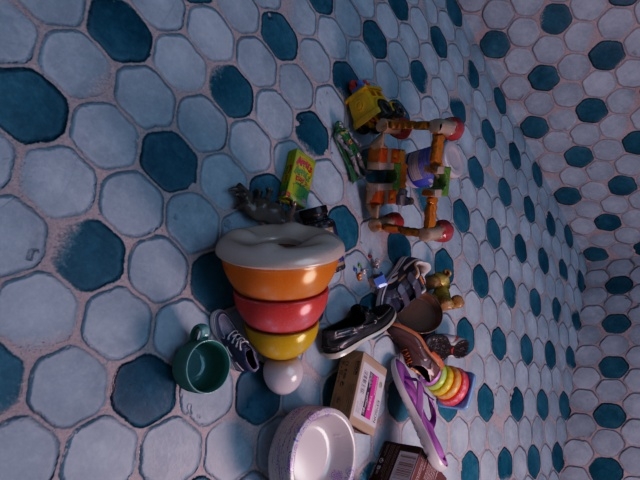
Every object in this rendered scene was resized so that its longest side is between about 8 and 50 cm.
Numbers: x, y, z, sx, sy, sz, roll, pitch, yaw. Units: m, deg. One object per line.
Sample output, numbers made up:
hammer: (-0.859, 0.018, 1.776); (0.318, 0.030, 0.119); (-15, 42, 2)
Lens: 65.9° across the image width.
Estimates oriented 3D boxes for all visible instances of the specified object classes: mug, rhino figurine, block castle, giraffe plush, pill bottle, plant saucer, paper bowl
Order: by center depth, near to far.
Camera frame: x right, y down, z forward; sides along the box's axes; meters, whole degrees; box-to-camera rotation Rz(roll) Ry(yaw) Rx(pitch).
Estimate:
mug: (-0.303, 0.305, 1.251); (0.129, 0.097, 0.158); (42, 54, -32)
paper bowl: (-0.034, 0.625, 1.431); (0.284, 0.148, 0.285); (12, 73, -44)
rhino figurine: (-0.176, -0.105, 1.486); (0.243, 0.073, 0.107); (24, 62, -39)
pill bottle: (0.000, 0.000, 1.611); (0.122, 0.122, 0.220); (-18, 95, -46)
block castle: (0.353, -0.229, 1.831); (0.212, 0.302, 0.454); (-10, 106, -50)
plant saucer: (0.381, 0.284, 1.946); (0.199, 0.198, 0.036); (-57, 166, -36)
pill bottle: (0.424, -0.297, 2.003); (0.152, 0.271, 0.153); (12, 73, -44)
giraffe plush: (0.507, 0.211, 2.079); (0.210, 0.181, 0.171); (6, 70, -54)

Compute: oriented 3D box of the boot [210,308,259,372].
boot: (-0.228, 0.272, 1.344); (0.069, 0.086, 0.190); (-36, 108, -44)

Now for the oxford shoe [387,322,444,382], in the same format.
oxford shoe: (0.348, 0.420, 1.867); (0.271, 0.097, 0.098); (42, 58, 1)

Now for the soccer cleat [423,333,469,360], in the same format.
soccer cleat: (0.492, 0.431, 2.039); (0.318, 0.116, 0.109); (13, 90, -45)

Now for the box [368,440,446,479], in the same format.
box: (0.305, 0.841, 1.727); (0.203, 0.166, 0.168); (55, 48, -24)

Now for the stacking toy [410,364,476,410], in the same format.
stacking toy: (0.462, 0.548, 1.987); (0.301, 0.175, 0.166); (33, 64, -22)

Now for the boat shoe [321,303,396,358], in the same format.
boat shoe: (0.129, 0.276, 1.687); (0.339, 0.127, 0.113); (-25, 102, -32)

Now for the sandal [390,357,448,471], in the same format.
sandal: (0.375, 0.608, 1.780); (0.169, 0.102, 0.417); (44, 21, -55)

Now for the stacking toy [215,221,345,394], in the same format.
stacking toy: (-0.112, 0.207, 1.390); (0.350, 0.350, 0.481); (-15, 112, -47)

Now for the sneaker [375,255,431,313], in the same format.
sneaker: (0.324, 0.178, 1.902); (0.321, 0.127, 0.126); (-55, 133, -36)

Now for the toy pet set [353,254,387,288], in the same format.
toy pet set: (0.198, 0.121, 1.834); (0.122, 0.065, 0.114); (-38, 109, -43)

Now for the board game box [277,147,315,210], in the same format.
board game box: (-0.077, -0.201, 1.628); (0.092, 0.043, 0.182); (30, 61, -38)

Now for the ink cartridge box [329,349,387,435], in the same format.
ink cartridge box: (0.127, 0.506, 1.642); (0.193, 0.088, 0.235); (44, 53, -45)

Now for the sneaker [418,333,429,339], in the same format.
sneaker: (0.414, 0.383, 2.016); (0.089, 0.051, 0.170); (30, 59, -34)

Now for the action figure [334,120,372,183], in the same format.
action figure: (0.113, -0.341, 1.846); (0.137, 0.063, 0.232); (-43, 110, -40)

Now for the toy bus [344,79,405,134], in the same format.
toy bus: (0.201, -0.537, 1.932); (0.220, 0.149, 0.212); (-14, 76, -49)
